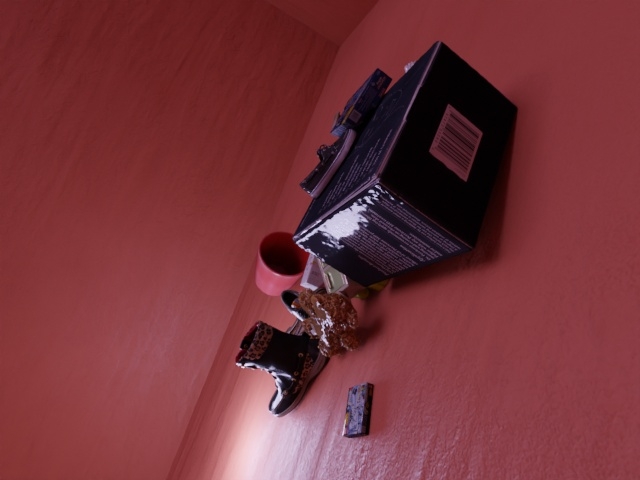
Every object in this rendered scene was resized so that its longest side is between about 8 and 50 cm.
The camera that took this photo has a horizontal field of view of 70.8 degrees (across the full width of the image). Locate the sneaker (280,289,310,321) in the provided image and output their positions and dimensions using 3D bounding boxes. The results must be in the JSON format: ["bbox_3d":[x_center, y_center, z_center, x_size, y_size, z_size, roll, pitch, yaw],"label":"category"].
[{"bbox_3d":[-0.045,0.267,1.649,0.271,0.108,0.100,29,83,31],"label":"sneaker"}]

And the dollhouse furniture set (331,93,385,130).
[{"bbox_3d":[0.186,-0.604,2.177,0.242,0.161,0.212,-43,28,50],"label":"dollhouse furniture set"}]

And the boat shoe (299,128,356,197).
[{"bbox_3d":[0.017,-0.234,1.294,0.228,0.076,0.080,-57,13,2],"label":"boat shoe"}]

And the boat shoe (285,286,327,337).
[{"bbox_3d":[-0.040,0.330,1.750,0.104,0.111,0.307,35,95,45],"label":"boat shoe"}]

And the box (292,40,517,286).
[{"bbox_3d":[0.215,-0.177,1.241,0.472,0.297,0.480,-29,30,59],"label":"box"}]

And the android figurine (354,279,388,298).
[{"bbox_3d":[0.173,0.081,1.519,0.248,0.056,0.273,-68,16,-9],"label":"android figurine"}]

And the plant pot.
[{"bbox_3d":[-0.203,0.132,2.228,0.243,0.275,0.275,118,165,-46],"label":"plant pot"}]

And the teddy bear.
[{"bbox_3d":[0.031,0.254,1.426,0.245,0.113,0.338,38,148,34],"label":"teddy bear"}]

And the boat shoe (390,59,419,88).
[{"bbox_3d":[0.382,-0.677,1.823,0.277,0.096,0.098,-45,27,47],"label":"boat shoe"}]

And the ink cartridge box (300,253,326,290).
[{"bbox_3d":[0.005,0.110,1.854,0.067,0.115,0.198,-31,37,61],"label":"ink cartridge box"}]

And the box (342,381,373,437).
[{"bbox_3d":[0.105,0.473,1.252,0.094,0.027,0.137,-40,30,50],"label":"box"}]

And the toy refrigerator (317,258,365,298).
[{"bbox_3d":[0.050,0.056,1.494,0.102,0.094,0.269,-42,54,39],"label":"toy refrigerator"}]

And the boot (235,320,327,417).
[{"bbox_3d":[-0.171,0.462,1.624,0.377,0.284,0.138,-56,21,24],"label":"boot"}]

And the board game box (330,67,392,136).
[{"bbox_3d":[0.113,-0.401,1.378,0.194,0.060,0.194,-59,12,-8],"label":"board game box"}]
